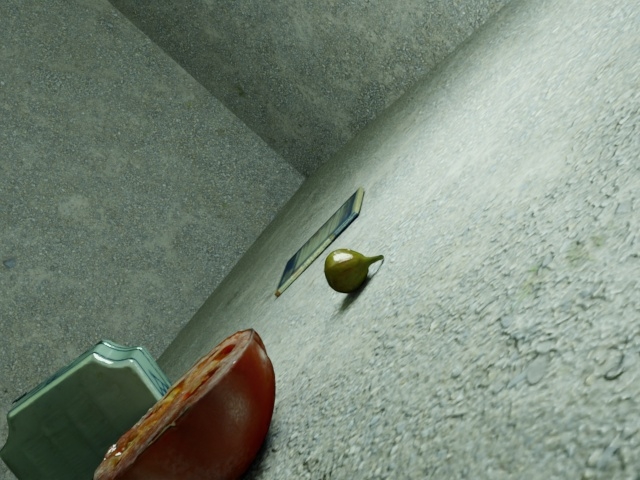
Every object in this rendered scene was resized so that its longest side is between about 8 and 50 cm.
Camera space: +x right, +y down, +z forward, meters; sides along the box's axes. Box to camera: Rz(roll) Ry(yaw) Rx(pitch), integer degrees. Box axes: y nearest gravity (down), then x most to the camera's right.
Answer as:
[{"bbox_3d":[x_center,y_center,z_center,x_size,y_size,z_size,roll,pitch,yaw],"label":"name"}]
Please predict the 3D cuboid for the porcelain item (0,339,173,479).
[{"bbox_3d":[-0.383,0.342,1.172,0.281,0.286,0.157,-37,6,-3],"label":"porcelain item"}]

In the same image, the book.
[{"bbox_3d":[0.000,0.000,1.778,0.322,0.018,0.228,-45,10,21],"label":"book"}]

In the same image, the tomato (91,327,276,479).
[{"bbox_3d":[-0.170,0.279,0.967,0.338,0.143,0.338,-42,8,7],"label":"tomato"}]

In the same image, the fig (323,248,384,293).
[{"bbox_3d":[0.053,0.047,1.134,0.098,0.082,0.084,-25,-16,30],"label":"fig"}]
